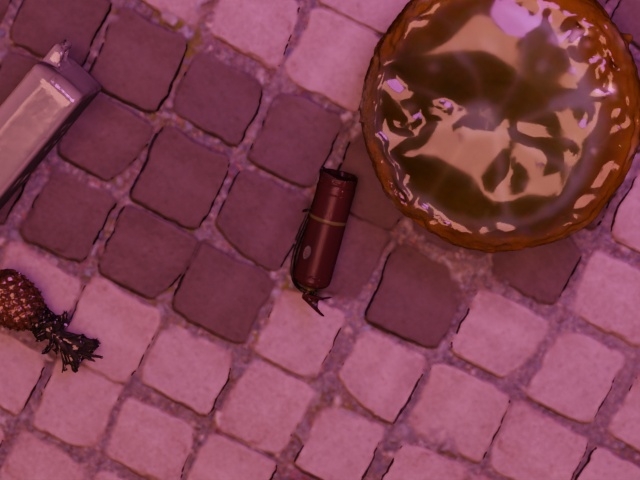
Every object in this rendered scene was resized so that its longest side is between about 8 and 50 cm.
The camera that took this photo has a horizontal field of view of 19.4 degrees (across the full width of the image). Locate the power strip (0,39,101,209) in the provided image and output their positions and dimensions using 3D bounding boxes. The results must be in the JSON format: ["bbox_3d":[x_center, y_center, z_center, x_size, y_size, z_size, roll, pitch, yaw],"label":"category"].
[{"bbox_3d":[-0.325,-0.044,1.748,0.058,0.098,0.338,41,103,-4],"label":"power strip"}]

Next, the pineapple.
[{"bbox_3d":[-0.264,0.078,1.794,0.124,0.058,0.058,36,103,-15],"label":"pineapple"}]

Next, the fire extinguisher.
[{"bbox_3d":[0.000,0.000,1.744,0.056,0.039,0.132,25,106,36],"label":"fire extinguisher"}]

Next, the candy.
[{"bbox_3d":[0.160,-0.115,1.667,0.260,0.118,0.260,2,106,8],"label":"candy"}]
